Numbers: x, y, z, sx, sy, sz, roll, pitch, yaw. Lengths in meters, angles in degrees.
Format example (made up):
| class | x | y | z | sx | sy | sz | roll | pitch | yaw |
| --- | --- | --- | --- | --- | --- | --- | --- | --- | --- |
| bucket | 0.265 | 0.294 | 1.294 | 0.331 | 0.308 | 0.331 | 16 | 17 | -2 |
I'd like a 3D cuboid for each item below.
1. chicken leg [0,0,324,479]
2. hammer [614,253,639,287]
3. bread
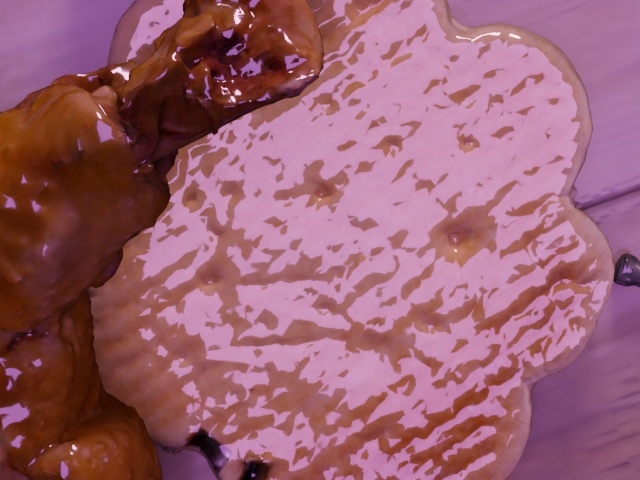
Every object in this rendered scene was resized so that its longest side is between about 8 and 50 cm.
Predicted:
| class | x | y | z | sx | sy | sz | roll | pitch | yaw |
| --- | --- | --- | --- | --- | --- | --- | --- | --- | --- |
| chicken leg | -0.143 | 0.038 | 0.701 | 0.409 | 0.182 | 0.295 | -34 | 97 | 19 |
| hammer | 0.222 | -0.045 | 0.770 | 0.062 | 0.017 | 0.182 | 26 | 99 | -2 |
| bread | 0.000 | 0.000 | 0.771 | 0.316 | 0.054 | 0.316 | 1 | 100 | 5 |
